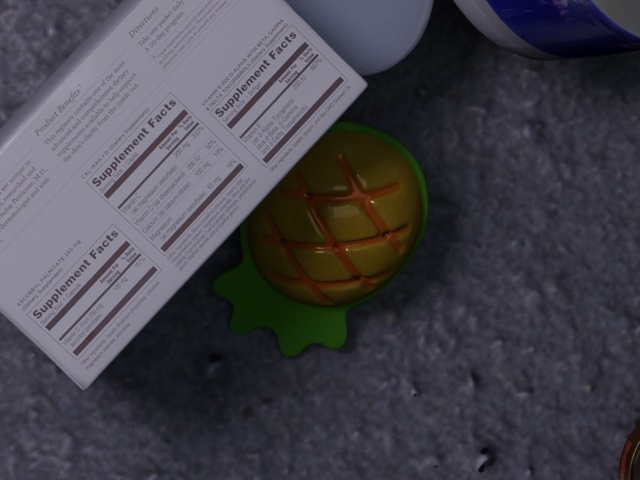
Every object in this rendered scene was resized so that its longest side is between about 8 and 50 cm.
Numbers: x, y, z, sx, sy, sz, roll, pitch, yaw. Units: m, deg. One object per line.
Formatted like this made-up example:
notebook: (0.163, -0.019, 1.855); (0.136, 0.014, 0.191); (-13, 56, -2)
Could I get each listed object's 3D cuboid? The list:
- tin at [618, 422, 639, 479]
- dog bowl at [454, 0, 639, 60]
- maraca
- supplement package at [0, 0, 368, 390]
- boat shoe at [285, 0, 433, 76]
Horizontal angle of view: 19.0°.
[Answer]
tin: (0.316, 0.179, 1.444); (0.190, 0.040, 0.106); (7, 94, -11)
dog bowl: (0.183, -0.256, 1.296); (0.265, 0.104, 0.265); (1, 89, -46)
maraca: (0.000, 0.000, 1.350); (0.127, 0.099, 0.185); (27, 112, -8)
supplement package: (-0.127, -0.055, 1.265); (0.145, 0.204, 0.262); (45, 83, -11)
boat shoe: (-0.034, -0.290, 1.304); (0.136, 0.156, 0.367); (-27, 105, 2)
